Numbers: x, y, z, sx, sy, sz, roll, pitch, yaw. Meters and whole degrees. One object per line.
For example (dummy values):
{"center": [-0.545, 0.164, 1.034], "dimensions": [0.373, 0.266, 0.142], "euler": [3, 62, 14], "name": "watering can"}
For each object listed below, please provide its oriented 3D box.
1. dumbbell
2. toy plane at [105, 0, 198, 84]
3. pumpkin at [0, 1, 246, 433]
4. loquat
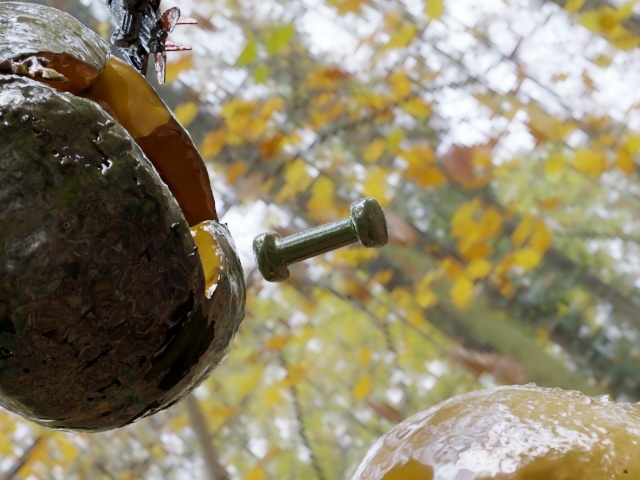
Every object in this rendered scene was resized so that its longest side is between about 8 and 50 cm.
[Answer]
{"center": [0.000, 0.000, 1.611], "dimensions": [0.118, 0.046, 0.052], "euler": [-19, -6, 19], "name": "dumbbell"}
{"center": [-0.193, -0.240, 1.873], "dimensions": [0.061, 0.189, 0.130], "euler": [-16, -45, -37], "name": "toy plane"}
{"center": [-0.182, -0.016, 1.279], "dimensions": [0.192, 0.320, 0.320], "euler": [-33, -30, 9], "name": "pumpkin"}
{"center": [0.151, 0.256, 1.319], "dimensions": [0.328, 0.328, 0.328], "euler": [-34, -36, -29], "name": "loquat"}
